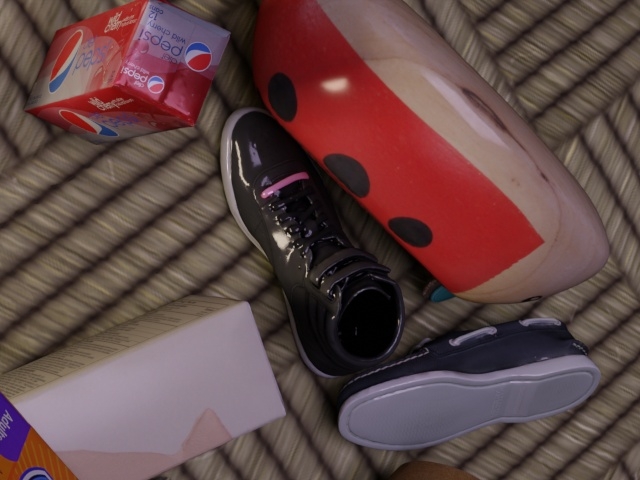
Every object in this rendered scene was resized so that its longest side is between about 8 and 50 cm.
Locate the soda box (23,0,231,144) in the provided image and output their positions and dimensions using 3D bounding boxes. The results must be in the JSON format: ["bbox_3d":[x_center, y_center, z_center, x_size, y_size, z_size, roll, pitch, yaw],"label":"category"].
[{"bbox_3d":[-0.180,-0.148,1.616,0.083,0.263,0.092,25,78,-23],"label":"soda box"}]

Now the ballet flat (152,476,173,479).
[{"bbox_3d":[-0.180,0.269,1.737,0.114,0.041,0.041,-32,103,-23],"label":"ballet flat"}]

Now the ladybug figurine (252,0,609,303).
[{"bbox_3d":[0.089,-0.097,1.747,0.162,0.305,0.449,-45,102,0],"label":"ladybug figurine"}]

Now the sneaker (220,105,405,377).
[{"bbox_3d":[0.000,0.000,1.770,0.105,0.147,0.295,-25,99,-23],"label":"sneaker"}]

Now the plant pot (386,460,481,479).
[{"bbox_3d":[0.087,0.357,1.786,0.237,0.237,0.254,35,60,-22],"label":"plant pot"}]

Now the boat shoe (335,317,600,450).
[{"bbox_3d":[0.143,0.144,1.874,0.303,0.091,0.114,-3,135,-28],"label":"boat shoe"}]

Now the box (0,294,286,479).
[{"bbox_3d":[-0.206,0.162,1.667,0.311,0.148,0.121,-22,100,-24],"label":"box"}]

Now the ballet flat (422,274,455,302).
[{"bbox_3d":[0.185,0.007,1.916,0.206,0.073,0.067,-18,70,-28],"label":"ballet flat"}]

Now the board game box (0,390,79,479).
[{"bbox_3d":[-0.316,0.408,1.416,0.356,0.356,0.356,-33,108,14],"label":"board game box"}]
